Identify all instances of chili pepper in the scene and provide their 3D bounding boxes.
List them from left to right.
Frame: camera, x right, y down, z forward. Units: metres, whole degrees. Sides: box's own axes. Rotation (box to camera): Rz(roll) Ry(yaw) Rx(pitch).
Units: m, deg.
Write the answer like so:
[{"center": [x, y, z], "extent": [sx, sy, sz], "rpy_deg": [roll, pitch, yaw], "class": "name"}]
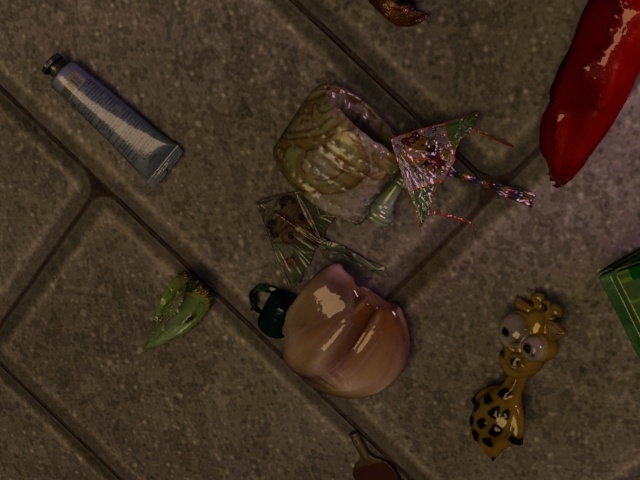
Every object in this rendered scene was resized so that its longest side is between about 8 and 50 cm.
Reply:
[{"center": [0.380, -0.235, 1.318], "extent": [0.110, 0.110, 0.388], "rpy_deg": [25, 123, 11], "class": "chili pepper"}]

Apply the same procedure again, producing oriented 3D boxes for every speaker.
[{"center": [-0.079, 0.115, 1.677], "extent": [0.094, 0.060, 0.075], "rpy_deg": [53, 127, 37], "class": "speaker"}]

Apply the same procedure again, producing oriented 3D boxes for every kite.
[{"center": [-0.001, 0.001, 1.616], "extent": [0.250, 0.012, 0.229], "rpy_deg": [30, 122, 8], "class": "kite"}, {"center": [0.207, -0.094, 1.433], "extent": [0.244, 0.006, 0.198], "rpy_deg": [24, 89, -14], "class": "kite"}]

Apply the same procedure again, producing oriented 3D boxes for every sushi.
[{"center": [0.108, -0.343, 1.414], "extent": [0.099, 0.050, 0.047], "rpy_deg": [36, 114, -7], "class": "sushi"}]

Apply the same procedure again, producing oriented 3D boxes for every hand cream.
[{"center": [-0.358, -0.209, 1.657], "extent": [0.271, 0.058, 0.091], "rpy_deg": [42, 108, -2], "class": "hand cream"}]

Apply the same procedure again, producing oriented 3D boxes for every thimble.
[{"center": [0.031, -0.128, 1.474], "extent": [0.190, 0.137, 0.143], "rpy_deg": [49, 118, 13], "class": "thimble"}]

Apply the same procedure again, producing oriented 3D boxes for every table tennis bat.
[{"center": [0.092, 0.408, 1.743], "extent": [0.087, 0.013, 0.156], "rpy_deg": [-21, 103, 30], "class": "table tennis bat"}]

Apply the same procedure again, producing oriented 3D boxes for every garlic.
[{"center": [0.034, 0.176, 1.610], "extent": [0.217, 0.110, 0.228], "rpy_deg": [31, 120, -9], "class": "garlic"}]

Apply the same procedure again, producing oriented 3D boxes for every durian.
[{"center": [-0.246, 0.116, 1.711], "extent": [0.086, 0.100, 0.215], "rpy_deg": [37, 126, 1], "class": "durian"}]

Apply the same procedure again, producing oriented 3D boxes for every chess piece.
[{"center": [0.121, -0.090, 1.507], "extent": [0.059, 0.059, 0.149], "rpy_deg": [38, 116, 4], "class": "chess piece"}]

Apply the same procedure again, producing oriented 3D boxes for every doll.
[{"center": [0.305, 0.217, 1.537], "extent": [0.117, 0.086, 0.291], "rpy_deg": [39, 123, 38], "class": "doll"}]

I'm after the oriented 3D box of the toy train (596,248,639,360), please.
[{"center": [0.526, 0.121, 1.331], "extent": [0.202, 0.120, 0.301], "rpy_deg": [-31, 84, 57], "class": "toy train"}]
